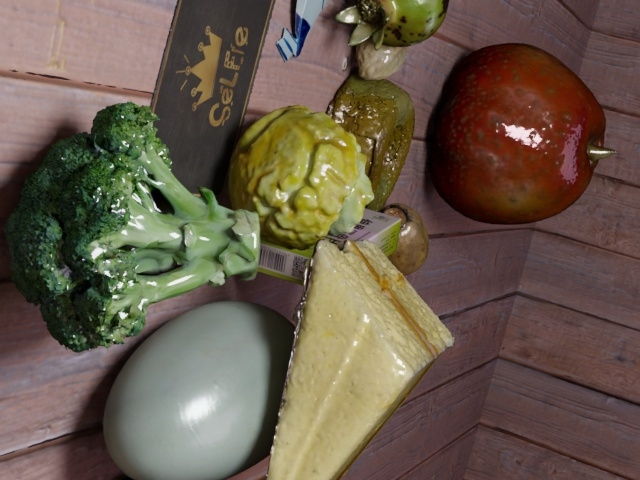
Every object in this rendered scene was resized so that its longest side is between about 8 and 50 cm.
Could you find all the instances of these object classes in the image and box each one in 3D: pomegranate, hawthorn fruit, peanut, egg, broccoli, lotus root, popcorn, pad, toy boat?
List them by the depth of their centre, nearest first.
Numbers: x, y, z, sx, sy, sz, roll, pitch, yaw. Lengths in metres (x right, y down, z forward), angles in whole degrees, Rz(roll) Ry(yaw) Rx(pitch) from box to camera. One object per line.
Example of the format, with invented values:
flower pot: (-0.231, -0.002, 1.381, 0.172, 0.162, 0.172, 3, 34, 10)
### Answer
broccoli: (-0.198, -0.012, 1.157, 0.270, 0.270, 0.269, -176, -90, -89)
egg: (-0.149, 0.207, 1.473, 0.371, 0.230, 0.229, -26, 129, -58)
pad: (-0.107, -0.221, 1.473, 0.315, 0.063, 0.375, -2, 109, -67)
popcorn: (-0.034, -0.088, 1.528, 0.184, 0.221, 0.204, 35, 103, -33)
toy boat: (0.005, -0.404, 1.638, 0.291, 0.067, 0.220, -59, 162, 0)
pomegranate: (0.122, -0.363, 1.722, 0.156, 0.156, 0.220, 84, 24, -45)
peanut: (0.124, -0.362, 1.865, 0.090, 0.099, 0.214, 47, 62, -47)
lotus root: (0.166, 0.006, 2.227, 0.125, 0.118, 0.221, -48, 149, -13)
hawthorn fruit: (0.442, -0.225, 2.349, 0.403, 0.403, 0.402, -49, 148, -45)

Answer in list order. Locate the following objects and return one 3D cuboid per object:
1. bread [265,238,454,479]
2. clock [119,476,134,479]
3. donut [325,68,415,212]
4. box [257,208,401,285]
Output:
bread: (0.000, 0.204, 1.507, 0.405, 0.242, 0.346, -48, 166, 1)
clock: (-0.263, 0.472, 1.645, 0.273, 0.049, 0.278, -3, 109, -66)
donut: (0.092, -0.164, 1.934, 0.272, 0.107, 0.272, -50, 151, -41)
box: (-0.001, 0.000, 1.740, 0.260, 0.175, 0.062, -29, 131, -60)
